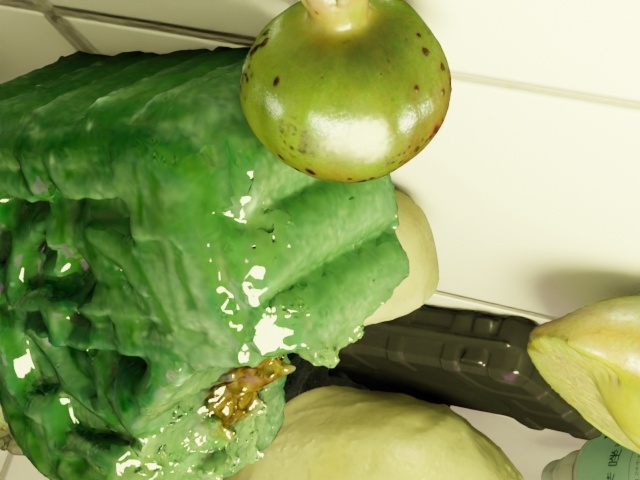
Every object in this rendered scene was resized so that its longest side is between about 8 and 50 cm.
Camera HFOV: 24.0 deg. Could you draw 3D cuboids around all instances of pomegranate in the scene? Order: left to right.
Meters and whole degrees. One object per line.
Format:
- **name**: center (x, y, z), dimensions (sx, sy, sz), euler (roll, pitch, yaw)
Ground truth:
- **pomegranate**: center (0.013, -0.099, 0.801), dimensions (0.114, 0.114, 0.142), euler (14, 136, 20)

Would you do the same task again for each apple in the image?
- **apple**: center (0.262, 0.103, 1.186), dimensions (0.193, 0.120, 0.265), euler (27, 167, 26)

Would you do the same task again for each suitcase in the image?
- **suitcase**: center (0.130, 0.123, 1.512), dimensions (0.285, 0.066, 0.206), euler (6, 160, 40)

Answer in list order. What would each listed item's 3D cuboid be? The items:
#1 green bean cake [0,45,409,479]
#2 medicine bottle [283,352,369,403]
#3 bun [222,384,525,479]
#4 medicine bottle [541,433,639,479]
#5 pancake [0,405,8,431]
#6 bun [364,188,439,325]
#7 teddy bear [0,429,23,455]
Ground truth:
- **green bean cake**: center (-0.097, 0.031, 0.996), dimensions (0.307, 0.169, 0.300), euler (3, 115, 42)
- **medicine bottle**: center (-0.075, 0.198, 1.887), dimensions (0.141, 0.141, 0.293), euler (29, 162, -35)
- **bun**: center (0.073, 0.262, 1.556), dimensions (0.364, 0.202, 0.364), euler (14, 158, 6)
- **medicine bottle**: center (0.342, 0.261, 1.662), dimensions (0.110, 0.110, 0.352), euler (23, 165, -14)
- **pancake**: center (-0.383, 0.069, 1.617), dimensions (0.054, 0.197, 0.377), euler (-9, 122, 6)
- **bun**: center (0.000, 0.000, 1.127), dimensions (0.173, 0.113, 0.166), euler (-3, -169, 11)
- **teddy bear**: center (-0.449, 0.154, 1.880), dimensions (0.367, 0.224, 0.357), euler (51, 145, -15)
